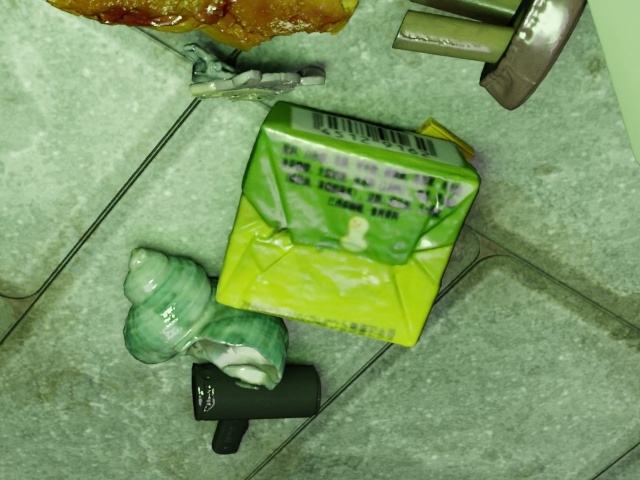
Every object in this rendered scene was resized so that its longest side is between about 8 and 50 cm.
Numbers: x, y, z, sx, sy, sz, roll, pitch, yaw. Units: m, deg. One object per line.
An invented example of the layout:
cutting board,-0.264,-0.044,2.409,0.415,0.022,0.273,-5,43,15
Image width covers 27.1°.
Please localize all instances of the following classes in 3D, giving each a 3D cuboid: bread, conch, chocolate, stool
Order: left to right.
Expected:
conch,-0.180,0.115,1.901,0.195,0.220,0.277,-43,104,-15
bread,-0.140,-0.304,1.584,0.380,0.109,0.185,9,144,-31
chocolate,0.033,-0.027,1.813,0.300,0.137,0.289,14,123,-5
stool,0.214,-0.307,1.565,0.178,0.272,0.272,24,125,-2

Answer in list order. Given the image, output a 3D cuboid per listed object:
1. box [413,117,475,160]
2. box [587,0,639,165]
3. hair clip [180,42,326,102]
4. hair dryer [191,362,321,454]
box,0.133,-0.096,1.863,0.087,0.023,0.155,34,119,-24
box,0.416,-0.319,1.510,0.090,0.367,0.373,7,138,37
hair clip,-0.103,-0.204,1.687,0.146,0.056,0.187,-8,167,40
hair dryer,-0.124,0.271,2.093,0.197,0.089,0.251,0,148,-18
